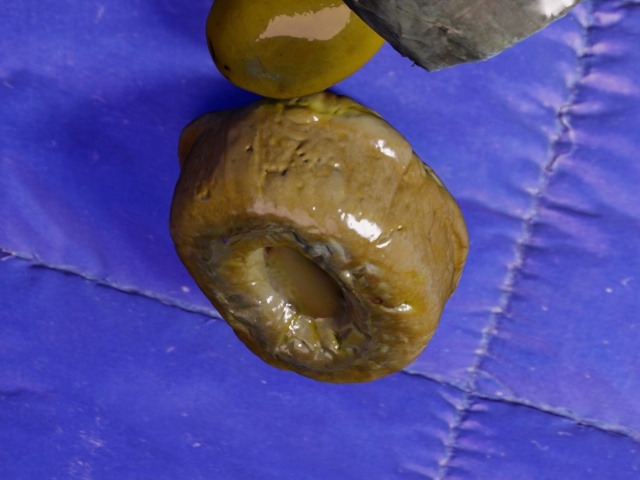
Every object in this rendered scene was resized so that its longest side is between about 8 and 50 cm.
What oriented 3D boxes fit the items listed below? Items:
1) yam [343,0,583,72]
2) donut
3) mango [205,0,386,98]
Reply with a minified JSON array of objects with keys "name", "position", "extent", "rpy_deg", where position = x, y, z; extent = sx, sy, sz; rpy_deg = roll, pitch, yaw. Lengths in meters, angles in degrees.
[{"name":"yam","position":[0.049,-0.243,1.074],"extent":[0.202,0.201,0.271],"rpy_deg":[-22,118,39]},{"name":"donut","position":[0.000,0.000,1.413],"extent":[0.208,0.128,0.261],"rpy_deg":[-14,131,34]},{"name":"mango","position":[-0.010,-0.157,1.281],"extent":[0.161,0.076,0.103],"rpy_deg":[-23,118,30]}]
